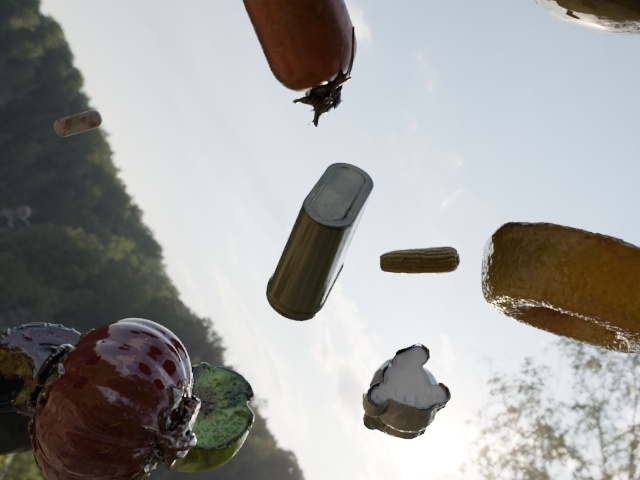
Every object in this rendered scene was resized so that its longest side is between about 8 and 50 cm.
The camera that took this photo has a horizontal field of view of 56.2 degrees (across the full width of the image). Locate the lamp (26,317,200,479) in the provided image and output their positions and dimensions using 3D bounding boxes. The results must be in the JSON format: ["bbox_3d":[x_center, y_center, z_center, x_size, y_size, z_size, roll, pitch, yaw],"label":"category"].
[{"bbox_3d":[-0.252,0.212,0.760,0.227,0.227,0.226,49,-24,32],"label":"lamp"}]

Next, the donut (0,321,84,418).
[{"bbox_3d":[-0.576,0.276,1.274,0.230,0.216,0.096,40,-69,13],"label":"donut"}]

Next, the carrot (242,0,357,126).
[{"bbox_3d":[-0.022,-0.418,1.244,0.215,0.193,0.331,-6,-55,20],"label":"carrot"}]

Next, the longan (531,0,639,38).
[{"bbox_3d":[0.403,-0.449,0.722,0.391,0.391,0.391,49,-24,32],"label":"longan"}]

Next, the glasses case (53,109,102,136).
[{"bbox_3d":[-0.425,-0.206,1.054,0.021,0.084,0.032,-113,-173,-76],"label":"glasses case"}]

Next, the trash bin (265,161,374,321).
[{"bbox_3d":[0.000,0.000,1.176,0.121,0.243,0.247,25,-51,5],"label":"trash bin"}]

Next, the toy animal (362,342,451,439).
[{"bbox_3d":[0.210,0.441,1.604,0.357,0.258,0.193,99,-18,-53],"label":"toy animal"}]

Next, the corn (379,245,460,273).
[{"bbox_3d":[0.278,0.060,1.697,0.231,0.080,0.080,-4,-59,20],"label":"corn"}]

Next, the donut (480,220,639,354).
[{"bbox_3d":[0.350,0.071,0.816,0.303,0.110,0.303,19,-8,3],"label":"donut"}]

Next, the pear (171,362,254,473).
[{"bbox_3d":[-0.271,0.465,1.432,0.238,0.164,0.255,-99,-151,-53],"label":"pear"}]

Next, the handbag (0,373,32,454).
[{"bbox_3d":[-0.733,0.370,1.322,0.178,0.302,0.274,-12,-104,32],"label":"handbag"}]
